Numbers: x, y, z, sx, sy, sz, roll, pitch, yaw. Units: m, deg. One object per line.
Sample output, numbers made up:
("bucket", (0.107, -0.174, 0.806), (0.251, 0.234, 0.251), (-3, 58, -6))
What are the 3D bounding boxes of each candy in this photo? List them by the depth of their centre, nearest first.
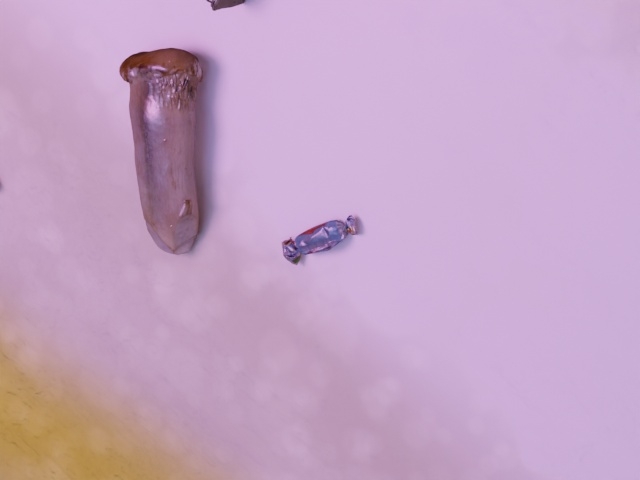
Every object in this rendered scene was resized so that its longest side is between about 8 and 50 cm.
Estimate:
("candy", (0.000, 0.001, 1.708), (0.083, 0.020, 0.030), (-19, 95, 27))

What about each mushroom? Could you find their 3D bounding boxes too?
("mushroom", (-0.151, -0.084, 1.736), (0.084, 0.071, 0.209), (9, 111, 29))

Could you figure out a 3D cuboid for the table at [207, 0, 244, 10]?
("table", (-0.100, -0.269, 1.661), (0.083, 0.062, 0.079), (37, 116, 13))
